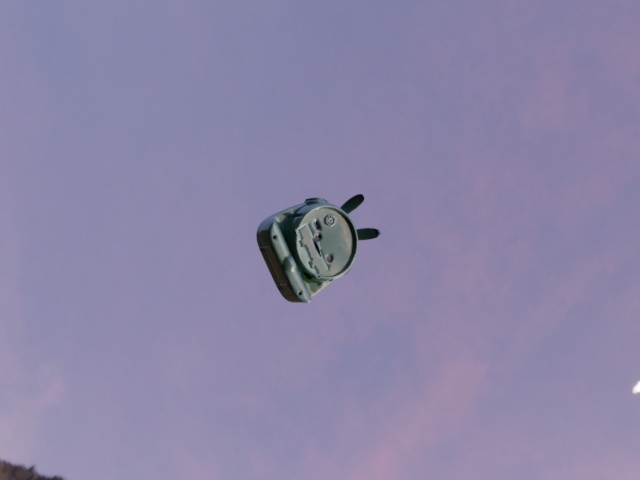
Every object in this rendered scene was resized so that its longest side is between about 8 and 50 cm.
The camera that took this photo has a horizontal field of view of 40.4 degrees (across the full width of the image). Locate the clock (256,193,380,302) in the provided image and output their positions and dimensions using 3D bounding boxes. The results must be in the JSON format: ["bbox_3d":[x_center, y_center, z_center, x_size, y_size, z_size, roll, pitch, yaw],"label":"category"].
[{"bbox_3d":[0.000,0.000,0.961,0.041,0.135,0.101,-5,-66,59],"label":"clock"}]
